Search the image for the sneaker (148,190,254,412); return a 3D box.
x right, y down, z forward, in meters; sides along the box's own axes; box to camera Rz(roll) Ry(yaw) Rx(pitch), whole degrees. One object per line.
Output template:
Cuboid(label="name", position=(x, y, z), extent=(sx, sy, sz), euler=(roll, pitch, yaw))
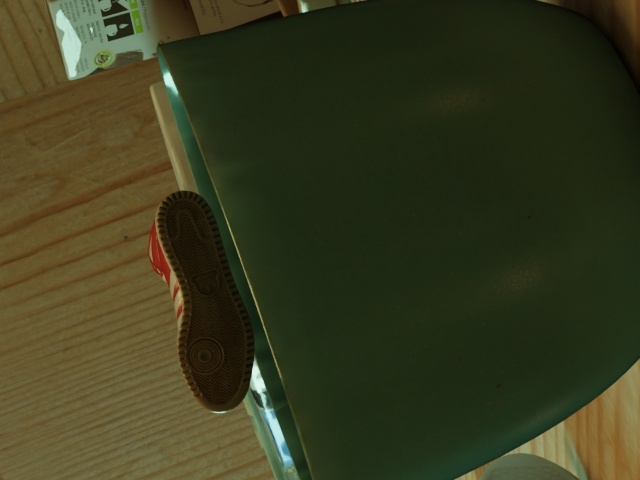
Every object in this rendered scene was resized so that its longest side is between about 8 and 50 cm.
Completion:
Cuboid(label="sneaker", position=(-0.064, 0.032, 0.984), extent=(0.067, 0.042, 0.118), euler=(174, 84, -81))

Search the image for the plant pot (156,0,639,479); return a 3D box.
Cuboid(label="plant pot", position=(0.064, -0.009, 1.038), extent=(0.293, 0.235, 0.293), euler=(161, 90, -85))

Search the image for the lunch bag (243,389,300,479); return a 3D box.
Cuboid(label="lunch bag", position=(0.018, 0.126, 2.075), extent=(0.169, 0.235, 0.287), euler=(-114, 6, -69))

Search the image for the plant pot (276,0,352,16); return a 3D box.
Cuboid(label="plant pot", position=(-0.003, -0.284, 1.466), extent=(0.237, 0.110, 0.237), euler=(162, 90, -86))

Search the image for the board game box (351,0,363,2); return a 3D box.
Cuboid(label="board game box", position=(0.022, -0.319, 1.189), extent=(0.302, 0.086, 0.308), euler=(82, 168, -68))

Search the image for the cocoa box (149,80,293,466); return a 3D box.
Cuboid(label="cocoa box", position=(0.000, 0.000, 1.806), extent=(0.228, 0.231, 0.347), euler=(77, 173, -56))

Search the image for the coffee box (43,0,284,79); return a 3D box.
Cuboid(label="coffee box", position=(-0.140, -0.293, 1.859), extent=(0.119, 0.297, 0.168), euler=(82, 169, -51))

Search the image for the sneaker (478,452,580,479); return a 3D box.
Cuboid(label="sneaker", position=(0.203, 0.308, 1.460), extent=(0.295, 0.105, 0.146), euler=(-121, 17, -47))
